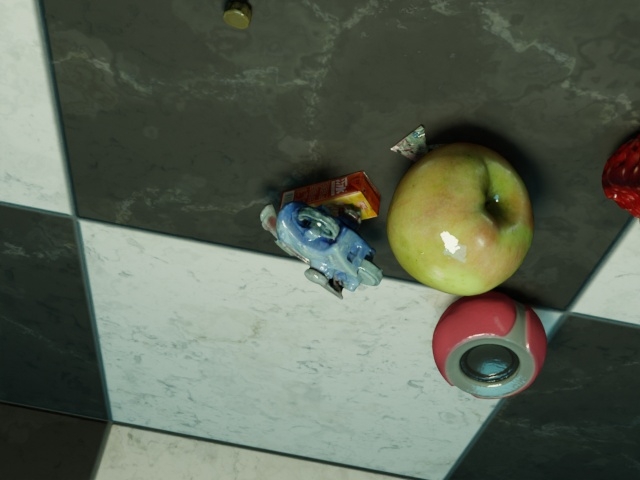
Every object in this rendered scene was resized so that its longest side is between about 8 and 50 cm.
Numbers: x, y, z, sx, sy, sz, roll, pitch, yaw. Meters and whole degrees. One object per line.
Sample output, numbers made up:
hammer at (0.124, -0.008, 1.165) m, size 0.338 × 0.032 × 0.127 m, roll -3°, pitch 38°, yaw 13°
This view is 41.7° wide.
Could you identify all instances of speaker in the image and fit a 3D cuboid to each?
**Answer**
speaker at (0.430, 0.267, 2.180) m, size 0.294 × 0.294 × 0.294 m, roll 7°, pitch 144°, yaw 5°

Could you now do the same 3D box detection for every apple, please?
apple at (0.286, -0.040, 1.774) m, size 0.319 × 0.319 × 0.277 m, roll 31°, pitch 152°, yaw -26°

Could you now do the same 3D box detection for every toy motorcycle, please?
toy motorcycle at (-0.008, 0.020, 1.902) m, size 0.241 × 0.182 × 0.319 m, roll -13°, pitch 140°, yaw 27°

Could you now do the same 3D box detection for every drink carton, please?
drink carton at (0.021, -0.085, 1.969) m, size 0.223 × 0.071 × 0.096 m, roll -14°, pitch 137°, yaw 27°

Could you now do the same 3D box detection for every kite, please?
kite at (0.228, -0.202, 1.817) m, size 0.157 × 0.011 × 0.139 m, roll -2°, pitch 145°, yaw 18°

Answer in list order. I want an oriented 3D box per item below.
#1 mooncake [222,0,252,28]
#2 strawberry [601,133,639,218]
mooncake at (-0.083, -0.488, 1.464) m, size 0.347 × 0.057 × 0.150 m, roll -27°, pitch 143°, yaw 35°
strawberry at (0.719, -0.127, 1.625) m, size 0.318 × 0.295 × 0.345 m, roll 13°, pitch -179°, yaw -32°
